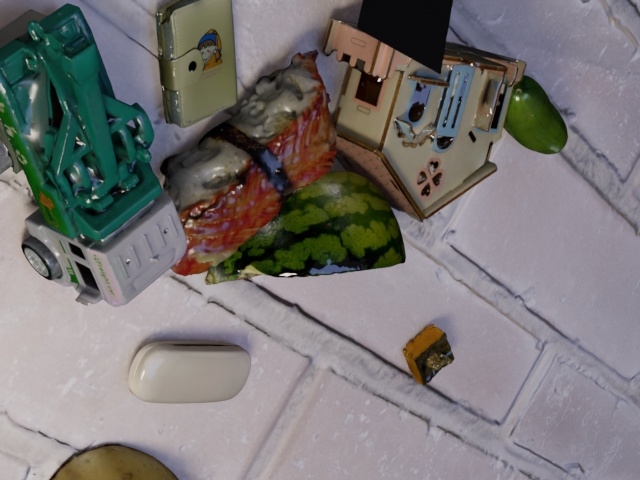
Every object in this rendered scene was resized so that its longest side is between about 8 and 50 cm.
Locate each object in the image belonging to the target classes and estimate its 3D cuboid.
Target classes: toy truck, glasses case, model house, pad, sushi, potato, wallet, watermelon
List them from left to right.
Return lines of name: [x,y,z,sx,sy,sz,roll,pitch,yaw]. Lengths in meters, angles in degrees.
toy truck: [-0.266,-0.092,1.607,0.176,0.178,0.363,-40,139,-27]
potato: [-0.260,0.408,1.950,0.239,0.116,0.299,-49,138,-11]
glasses case: [-0.171,0.174,1.956,0.204,0.051,0.081,8,106,-50]
wallet: [-0.149,-0.220,1.771,0.110,0.039,0.155,-31,132,-38]
sushi: [-0.091,-0.098,1.846,0.332,0.130,0.124,-41,142,-17]
watermelon: [0.015,0.009,1.956,0.303,0.128,0.159,-8,131,-32]
pad: [0.114,-0.310,1.908,0.127,0.004,0.190,27,51,-18]
model house: [0.132,-0.155,2.021,0.326,0.169,0.244,1,112,-49]

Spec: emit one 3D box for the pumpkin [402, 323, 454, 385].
pumpkin: [0.175,0.185,2.349,0.074,0.054,0.083,-43,142,-17]

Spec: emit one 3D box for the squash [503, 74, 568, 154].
squash: [0.318,-0.189,2.251,0.082,0.082,0.292,-63,158,0]
